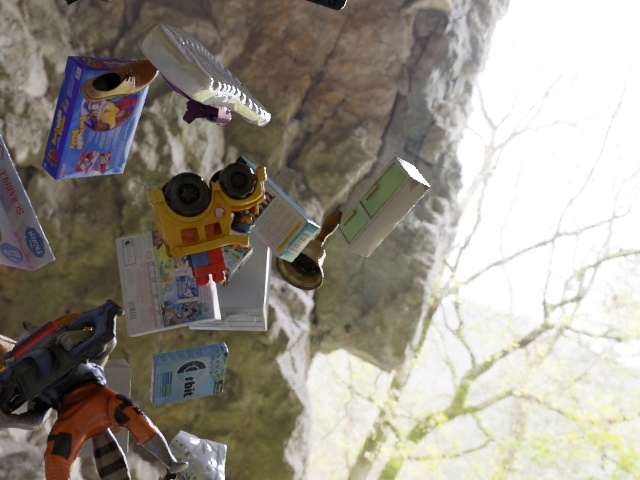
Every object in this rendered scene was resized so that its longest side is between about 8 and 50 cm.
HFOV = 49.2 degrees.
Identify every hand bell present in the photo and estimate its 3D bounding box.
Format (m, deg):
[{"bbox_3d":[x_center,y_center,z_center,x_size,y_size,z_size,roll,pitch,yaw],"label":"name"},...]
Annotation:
[{"bbox_3d":[0.000,0.000,1.727,0.126,0.242,0.126,17,-46,19],"label":"hand bell"}]

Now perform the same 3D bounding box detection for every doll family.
[{"bbox_3d":[-0.398,0.689,1.826,0.076,0.193,0.111,-4,-35,-38],"label":"doll family"}]

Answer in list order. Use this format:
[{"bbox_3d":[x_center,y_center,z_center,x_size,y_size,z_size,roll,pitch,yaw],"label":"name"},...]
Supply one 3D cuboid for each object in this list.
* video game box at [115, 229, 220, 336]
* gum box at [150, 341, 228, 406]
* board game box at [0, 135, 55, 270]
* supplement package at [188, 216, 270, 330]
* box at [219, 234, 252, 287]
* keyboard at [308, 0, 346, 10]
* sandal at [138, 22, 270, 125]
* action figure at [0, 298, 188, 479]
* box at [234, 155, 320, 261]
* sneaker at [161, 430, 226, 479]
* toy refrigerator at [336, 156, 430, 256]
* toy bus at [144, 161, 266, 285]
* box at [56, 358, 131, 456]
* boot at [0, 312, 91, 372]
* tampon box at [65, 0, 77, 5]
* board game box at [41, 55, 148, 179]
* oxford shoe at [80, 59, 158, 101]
[{"bbox_3d":[-0.309,0.076,1.411,0.187,0.205,0.048,-12,-12,10],"label":"video game box"},{"bbox_3d":[-0.334,0.338,1.770,0.184,0.157,0.041,-7,40,-24],"label":"gum box"},{"bbox_3d":[-0.789,-0.093,1.659,0.318,0.066,0.318,4,-61,44],"label":"board game box"},{"bbox_3d":[-0.232,0.083,1.795,0.204,0.262,0.145,1,-30,1],"label":"supplement package"},{"bbox_3d":[-0.276,0.013,1.642,0.207,0.114,0.036,29,-36,11],"label":"box"},{"bbox_3d":[0.014,-0.672,1.492,0.201,0.317,0.033,27,18,27],"label":"keyboard"},{"bbox_3d":[-0.194,-0.239,1.095,0.169,0.102,0.416,49,8,7],"label":"sandal"},{"bbox_3d":[-0.393,0.267,1.025,0.330,0.341,0.178,55,-9,30],"label":"action figure"},{"bbox_3d":[-0.119,-0.069,1.498,0.244,0.100,0.060,45,9,29],"label":"box"},{"bbox_3d":[-0.339,0.603,1.807,0.169,0.108,0.292,25,11,-12],"label":"sneaker"},{"bbox_3d":[0.163,-0.091,1.920,0.094,0.269,0.102,20,29,-42],"label":"toy refrigerator"},{"bbox_3d":[-0.197,-0.029,1.309,0.220,0.211,0.149,-15,2,-19],"label":"toy bus"},{"bbox_3d":[-0.442,0.323,1.354,0.130,0.170,0.091,3,0,-24],"label":"box"},{"bbox_3d":[-0.572,0.214,1.324,0.104,0.295,0.211,36,-27,16],"label":"boot"},{"bbox_3d":[-0.675,-0.759,1.956,0.120,0.161,0.101,47,-18,35],"label":"tampon box"},{"bbox_3d":[-0.636,-0.346,1.993,0.078,0.347,0.233,40,30,25],"label":"board game box"},{"bbox_3d":[-0.484,-0.400,1.732,0.076,0.212,0.076,-10,-70,54],"label":"oxford shoe"}]
